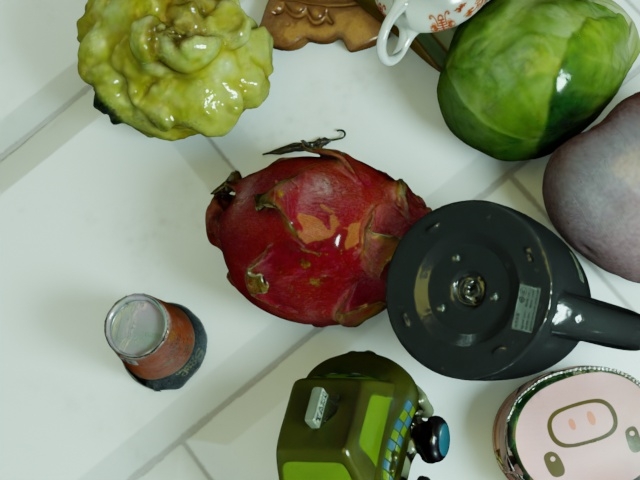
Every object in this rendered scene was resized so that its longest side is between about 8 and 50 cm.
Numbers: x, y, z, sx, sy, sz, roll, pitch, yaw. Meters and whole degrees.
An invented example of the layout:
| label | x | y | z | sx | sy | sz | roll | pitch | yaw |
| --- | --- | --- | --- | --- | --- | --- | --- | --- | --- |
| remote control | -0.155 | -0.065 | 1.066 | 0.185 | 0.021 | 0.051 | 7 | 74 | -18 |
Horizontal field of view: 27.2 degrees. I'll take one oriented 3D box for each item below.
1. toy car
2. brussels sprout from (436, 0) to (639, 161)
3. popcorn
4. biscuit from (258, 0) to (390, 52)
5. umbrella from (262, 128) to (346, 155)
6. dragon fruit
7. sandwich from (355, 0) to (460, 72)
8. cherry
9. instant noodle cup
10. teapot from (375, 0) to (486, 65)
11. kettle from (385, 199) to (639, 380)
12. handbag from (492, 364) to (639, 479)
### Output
| label | x | y | z | sx | sy | sz | roll | pitch | yaw |
| --- | --- | --- | --- | --- | --- | --- | --- | --- | --- |
| toy car | 0.031 | 0.242 | 1.618 | 0.204 | 0.198 | 0.248 | -2 | 52 | 26 |
| brussels sprout | 0.289 | -0.227 | 1.727 | 0.271 | 0.219 | 0.210 | -31 | 62 | -21 |
| popcorn | -0.200 | -0.262 | 1.816 | 0.286 | 0.252 | 0.215 | 27 | 41 | 11 |
| biscuit | 0.012 | -0.410 | 1.903 | 0.284 | 0.043 | 0.306 | -24 | 73 | 2 |
| umbrella | -0.022 | -0.132 | 1.852 | 0.122 | 0.013 | 0.022 | -16 | 61 | 6 |
| dragon fruit | -0.004 | -0.001 | 1.702 | 0.315 | 0.250 | 0.250 | 27 | 81 | 8 |
| sandwich | 0.126 | -0.317 | 1.844 | 0.079 | 0.163 | 0.113 | -50 | 32 | -5 |
| cherry | 0.410 | -0.058 | 1.662 | 0.239 | 0.206 | 0.239 | -1 | 67 | 2 |
| instant noodle cup | -0.226 | 0.127 | 1.753 | 0.127 | 0.135 | 0.127 | -3 | 74 | 9 |
| teapot | 0.137 | -0.329 | 1.690 | 0.159 | 0.116 | 0.245 | 33 | 77 | 22 |
| kettle | 0.260 | 0.083 | 1.600 | 0.268 | 0.290 | 0.207 | 16 | 89 | 32 |
| handbag | 0.317 | 0.241 | 1.644 | 0.205 | 0.116 | 0.179 | -18 | 75 | 3 |
